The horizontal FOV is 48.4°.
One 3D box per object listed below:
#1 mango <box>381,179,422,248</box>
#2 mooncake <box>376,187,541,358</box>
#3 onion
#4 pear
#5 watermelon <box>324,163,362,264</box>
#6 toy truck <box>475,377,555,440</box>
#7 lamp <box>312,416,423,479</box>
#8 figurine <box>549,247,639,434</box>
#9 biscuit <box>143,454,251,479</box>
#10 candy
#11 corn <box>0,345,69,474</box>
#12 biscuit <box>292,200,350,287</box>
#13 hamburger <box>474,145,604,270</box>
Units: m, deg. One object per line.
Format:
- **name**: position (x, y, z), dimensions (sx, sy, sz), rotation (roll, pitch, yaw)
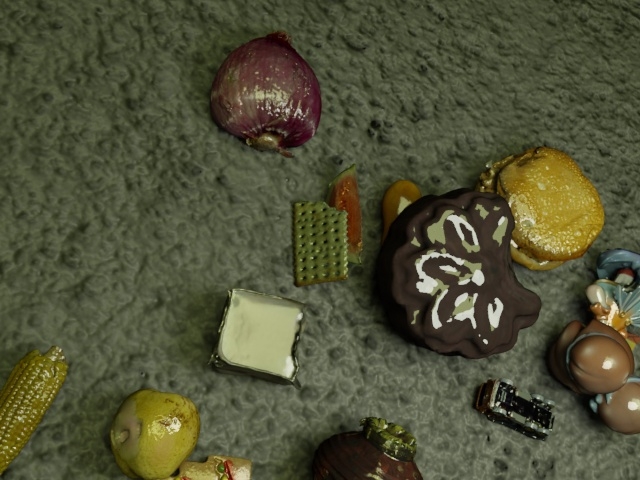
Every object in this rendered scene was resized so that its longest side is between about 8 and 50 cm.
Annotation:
- **mango**: position (0.192, -0.055, 1.685), dimensions (0.102, 0.085, 0.184), rotation (12, 74, -11)
- **mooncake**: position (0.303, 0.081, 1.575), dimensions (0.351, 0.212, 0.381), rotation (-26, 93, -15)
- **onion**: position (-0.110, -0.391, 1.667), dimensions (0.267, 0.159, 0.348), rotation (10, 70, -17)
- **pear**: position (-0.313, 0.365, 1.338), dimensions (0.178, 0.178, 0.178), rotation (6, 70, -16)
- **watermelon**: position (0.058, -0.052, 1.622), dimensions (0.063, 0.119, 0.245), rotation (11, 66, -26)
- **toy truck**: position (0.445, 0.383, 1.611), dimensions (0.192, 0.092, 0.083), rotation (27, 66, -16)
- **lamp**: position (0.097, 0.467, 1.395), dimensions (0.247, 0.247, 0.246), rotation (6, 70, -16)
- **figurine**: position (0.692, 0.228, 1.670), dimensions (0.276, 0.248, 0.388), rotation (50, 65, -23)
- **biscuit**: position (-0.228, 0.507, 1.383), dimensions (0.239, 0.041, 0.212), rotation (-36, 83, -24)
- **candy**: position (-0.127, 0.204, 1.466), dimensions (0.195, 0.137, 0.184), rotation (13, 68, -11)
- **corn**: position (-0.559, 0.313, 1.318), dimensions (0.097, 0.097, 0.261), rotation (29, 69, -6)
- **biscuit**: position (0.000, 0.000, 1.594), dimensions (0.144, 0.016, 0.203), rotation (-8, 71, 26)
- **hamburger**: position (0.532, -0.084, 1.754), dimensions (0.290, 0.170, 0.314), rotation (-32, 82, -27)
